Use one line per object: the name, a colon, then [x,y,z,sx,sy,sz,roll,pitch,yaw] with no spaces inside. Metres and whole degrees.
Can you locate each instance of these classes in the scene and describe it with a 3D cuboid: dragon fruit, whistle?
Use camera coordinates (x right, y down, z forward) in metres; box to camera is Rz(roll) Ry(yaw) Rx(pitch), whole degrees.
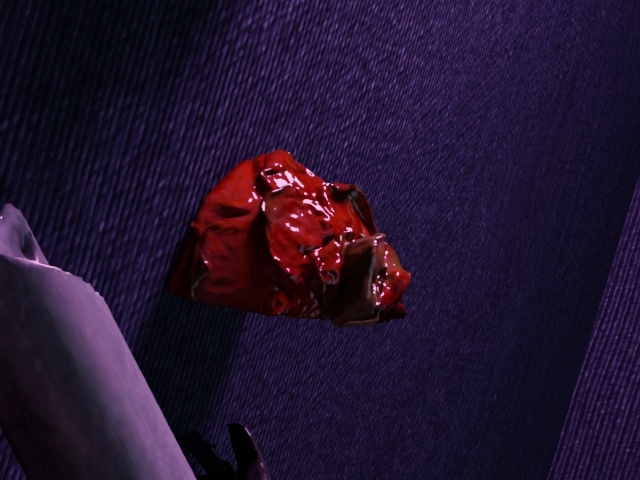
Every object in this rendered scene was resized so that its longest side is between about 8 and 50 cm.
dragon fruit: [0.000,0.000,0.937,0.162,0.106,0.083,2,104,-70]
whistle: [-0.065,0.131,0.698,0.312,0.062,0.062,65,30,-12]

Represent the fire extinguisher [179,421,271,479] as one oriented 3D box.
fire extinguisher: [-0.075,0.221,0.848,0.376,0.113,0.200,-27,104,-69]
